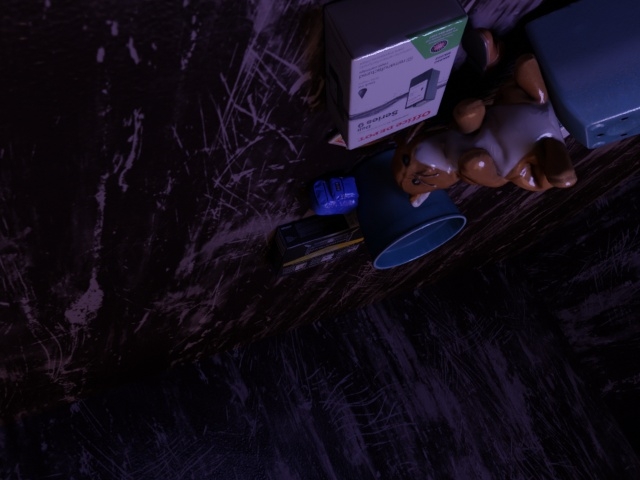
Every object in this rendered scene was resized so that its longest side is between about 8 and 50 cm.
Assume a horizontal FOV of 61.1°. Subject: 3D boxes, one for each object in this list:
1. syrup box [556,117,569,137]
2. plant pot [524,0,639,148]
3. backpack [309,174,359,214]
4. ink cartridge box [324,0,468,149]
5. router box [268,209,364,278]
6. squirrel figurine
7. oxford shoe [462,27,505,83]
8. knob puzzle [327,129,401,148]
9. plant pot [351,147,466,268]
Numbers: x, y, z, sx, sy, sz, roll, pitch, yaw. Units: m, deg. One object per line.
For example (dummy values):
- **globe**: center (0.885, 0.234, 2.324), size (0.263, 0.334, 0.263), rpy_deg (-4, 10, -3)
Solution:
- **syrup box**: center (0.737, -0.379, 1.626), size (0.237, 0.093, 0.096), rpy_deg (-37, 158, 31)
- **plant pot**: center (0.607, -0.348, 1.157), size (0.247, 0.252, 0.248), rpy_deg (-17, 161, 24)
- **backpack**: center (0.034, -0.125, 1.435), size (0.120, 0.098, 0.101), rpy_deg (-8, 158, -18)
- **ink cartridge box**: center (0.125, -0.317, 0.997), size (0.211, 0.121, 0.289), rpy_deg (-22, 161, -6)
- **router box**: center (0.000, 0.000, 1.741), size (0.309, 0.081, 0.243), rpy_deg (-17, 159, -21)
- **squirrel figurine**: center (0.363, -0.207, 1.271), size (0.370, 0.281, 0.397), rpy_deg (-19, 179, 25)
- **oxford shoe**: center (0.349, -0.403, 1.136), size (0.076, 0.076, 0.212), rpy_deg (-38, 169, 13)
- **knob puzzle**: center (0.137, -0.259, 1.274), size (0.213, 0.030, 0.213), rpy_deg (-20, 167, -5)
- **plant pot**: center (0.212, -0.098, 1.477), size (0.271, 0.255, 0.271), rpy_deg (-23, 161, -8)
